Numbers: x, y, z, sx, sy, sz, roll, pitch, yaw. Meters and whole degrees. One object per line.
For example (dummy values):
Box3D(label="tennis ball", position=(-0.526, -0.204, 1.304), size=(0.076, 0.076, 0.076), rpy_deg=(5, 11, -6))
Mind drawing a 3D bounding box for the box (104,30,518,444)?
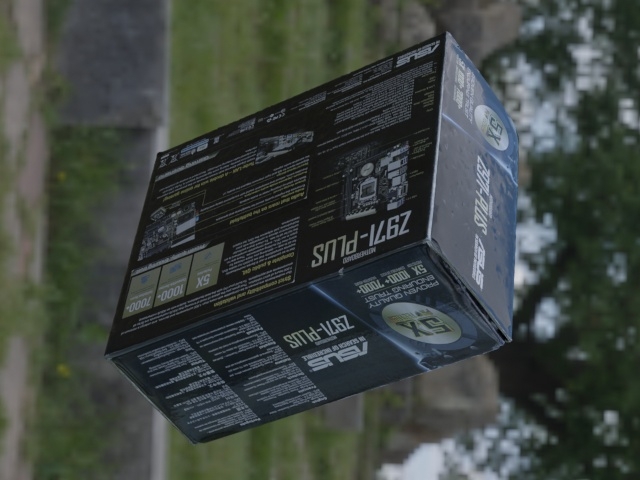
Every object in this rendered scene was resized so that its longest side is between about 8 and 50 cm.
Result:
Box3D(label="box", position=(0.000, 0.000, 0.843), size=(0.077, 0.180, 0.147), rpy_deg=(50, 32, -34))
